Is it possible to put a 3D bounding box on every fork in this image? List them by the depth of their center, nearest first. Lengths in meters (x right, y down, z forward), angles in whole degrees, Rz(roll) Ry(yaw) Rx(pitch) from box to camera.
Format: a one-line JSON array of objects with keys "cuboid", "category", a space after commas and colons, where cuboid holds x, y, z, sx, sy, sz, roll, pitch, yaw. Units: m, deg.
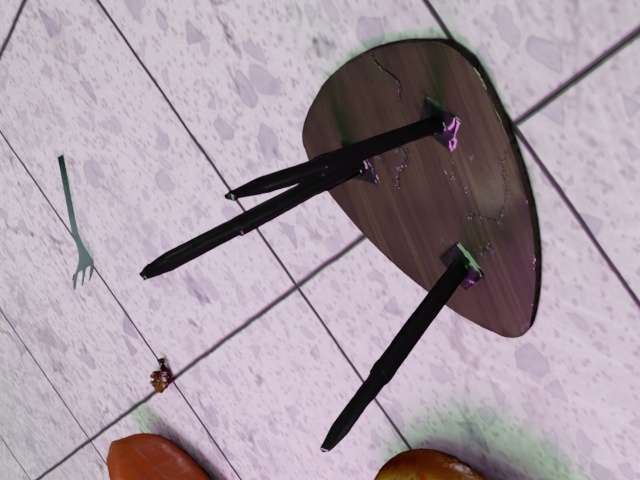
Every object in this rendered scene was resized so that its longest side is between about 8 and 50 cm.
[{"cuboid": [-0.351, -0.020, 2.017, 0.021, 0.039, 0.235, 29, 138, 33], "category": "fork"}]

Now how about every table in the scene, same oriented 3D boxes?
[{"cuboid": [0.000, 0.000, 1.288, 0.317, 0.249, 0.317, 36, 145, 31], "category": "table"}]

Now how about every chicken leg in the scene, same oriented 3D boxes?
[{"cuboid": [-0.232, 0.201, 2.070, 0.036, 0.021, 0.083, 57, 152, 18], "category": "chicken leg"}]

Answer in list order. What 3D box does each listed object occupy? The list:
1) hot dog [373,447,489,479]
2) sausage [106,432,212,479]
[{"cuboid": [0.111, 0.357, 1.548, 0.223, 0.185, 0.405, 55, 150, 0], "category": "hot dog"}, {"cuboid": [-0.229, 0.384, 2.146, 0.258, 0.133, 0.133, 39, 147, 35], "category": "sausage"}]
